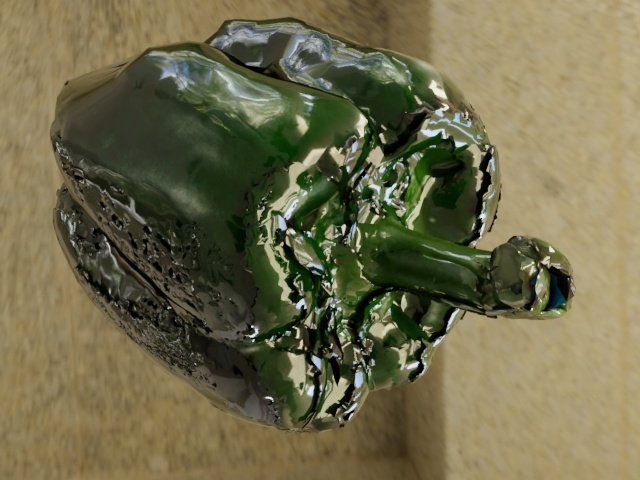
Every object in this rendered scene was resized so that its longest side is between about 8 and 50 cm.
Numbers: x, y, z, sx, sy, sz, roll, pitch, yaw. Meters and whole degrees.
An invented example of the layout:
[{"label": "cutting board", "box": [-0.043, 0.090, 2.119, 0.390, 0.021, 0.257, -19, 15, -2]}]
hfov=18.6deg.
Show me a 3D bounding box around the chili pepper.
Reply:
[{"label": "chili pepper", "box": [0.000, 0.000, 0.833, 0.174, 0.261, 0.165, -5, -61, -48]}]
